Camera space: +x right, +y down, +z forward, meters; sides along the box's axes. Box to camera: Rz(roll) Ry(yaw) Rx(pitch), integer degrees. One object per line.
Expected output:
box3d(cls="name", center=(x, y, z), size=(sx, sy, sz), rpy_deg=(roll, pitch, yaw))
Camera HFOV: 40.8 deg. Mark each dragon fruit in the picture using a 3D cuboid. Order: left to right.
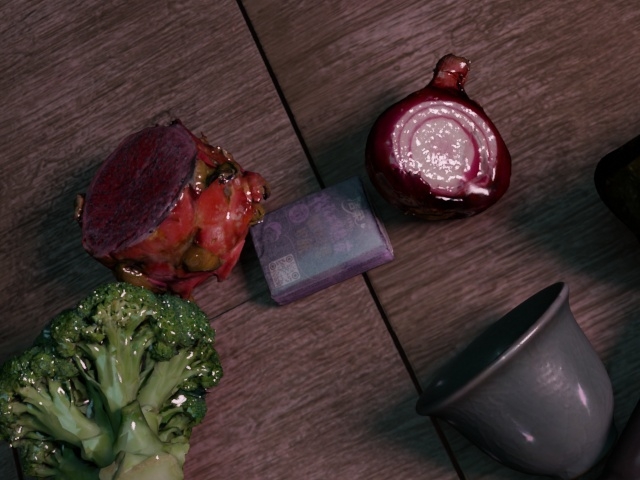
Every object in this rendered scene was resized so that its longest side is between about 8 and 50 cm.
box3d(cls="dragon fruit", center=(-0.173, -0.029, 1.056), size=(0.282, 0.147, 0.211), rpy_deg=(-7, 58, 36))

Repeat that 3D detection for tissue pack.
box3d(cls="tissue pack", center=(0.000, 0.000, 1.052), size=(0.156, 0.051, 0.112), rpy_deg=(-23, 65, 8))

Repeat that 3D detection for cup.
box3d(cls="cup", center=(0.217, 0.160, 0.864), size=(0.199, 0.199, 0.150), rpy_deg=(-41, 86, -1))

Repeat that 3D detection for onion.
box3d(cls="onion", center=(0.135, -0.115, 1.007), size=(0.173, 0.135, 0.198), rpy_deg=(17, 69, -14))

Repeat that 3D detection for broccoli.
box3d(cls="broccoli", center=(-0.224, 0.176, 0.932), size=(0.270, 0.270, 0.270), rpy_deg=(-40, 38, -1))

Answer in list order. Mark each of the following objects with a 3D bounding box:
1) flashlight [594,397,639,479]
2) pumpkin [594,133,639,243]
box3d(cls="flashlight", center=(0.296, 0.225, 0.788), size=(0.103, 0.103, 0.424), rpy_deg=(27, 81, 25))
box3d(cls="pumpkin", center=(0.451, -0.053, 0.859), size=(0.325, 0.242, 0.232), rpy_deg=(-25, 86, -7))
